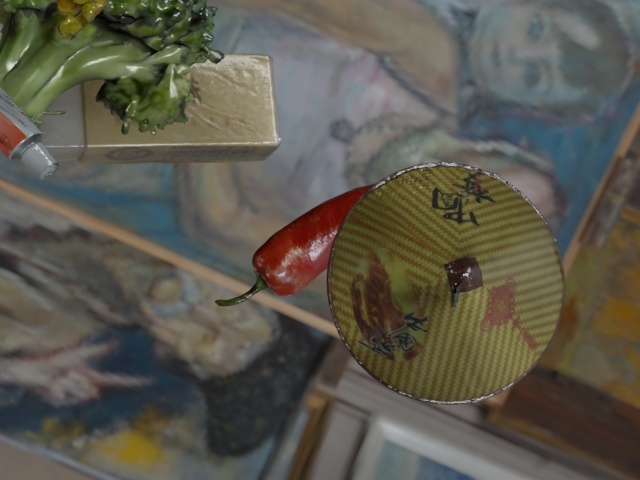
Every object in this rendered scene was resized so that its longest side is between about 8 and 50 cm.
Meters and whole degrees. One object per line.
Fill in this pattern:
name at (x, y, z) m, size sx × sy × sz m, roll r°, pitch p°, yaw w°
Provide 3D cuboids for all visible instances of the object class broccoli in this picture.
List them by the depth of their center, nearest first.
broccoli at (-0.310, -0.273, 1.804) m, size 0.347 × 0.293 × 0.281 m, roll 18°, pitch -107°, yaw 44°

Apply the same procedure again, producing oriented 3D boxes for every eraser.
eraser at (-0.230, -0.184, 2.075) m, size 0.078 × 0.343 × 0.144 m, roll 143°, pitch -58°, yaw -67°

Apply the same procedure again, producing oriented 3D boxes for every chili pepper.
chili pepper at (0.000, 0.000, 1.675) m, size 0.272 × 0.071 × 0.063 m, roll -33°, pitch 165°, yaw -2°

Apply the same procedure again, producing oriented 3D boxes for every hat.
hat at (0.103, 0.029, 1.147) m, size 0.082 × 0.193 × 0.193 m, roll 123°, pitch -9°, yaw -81°

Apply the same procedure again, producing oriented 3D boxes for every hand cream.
hand cream at (-0.316, -0.137, 1.357) m, size 0.038 × 0.216 × 0.052 m, roll -45°, pitch 171°, yaw 11°

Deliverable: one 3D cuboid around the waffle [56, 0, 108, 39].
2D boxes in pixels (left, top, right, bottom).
waffle at (-0.157, -0.264, 1.148) m, size 0.193 × 0.070 × 0.197 m, roll -39°, pitch -152°, yaw 37°
